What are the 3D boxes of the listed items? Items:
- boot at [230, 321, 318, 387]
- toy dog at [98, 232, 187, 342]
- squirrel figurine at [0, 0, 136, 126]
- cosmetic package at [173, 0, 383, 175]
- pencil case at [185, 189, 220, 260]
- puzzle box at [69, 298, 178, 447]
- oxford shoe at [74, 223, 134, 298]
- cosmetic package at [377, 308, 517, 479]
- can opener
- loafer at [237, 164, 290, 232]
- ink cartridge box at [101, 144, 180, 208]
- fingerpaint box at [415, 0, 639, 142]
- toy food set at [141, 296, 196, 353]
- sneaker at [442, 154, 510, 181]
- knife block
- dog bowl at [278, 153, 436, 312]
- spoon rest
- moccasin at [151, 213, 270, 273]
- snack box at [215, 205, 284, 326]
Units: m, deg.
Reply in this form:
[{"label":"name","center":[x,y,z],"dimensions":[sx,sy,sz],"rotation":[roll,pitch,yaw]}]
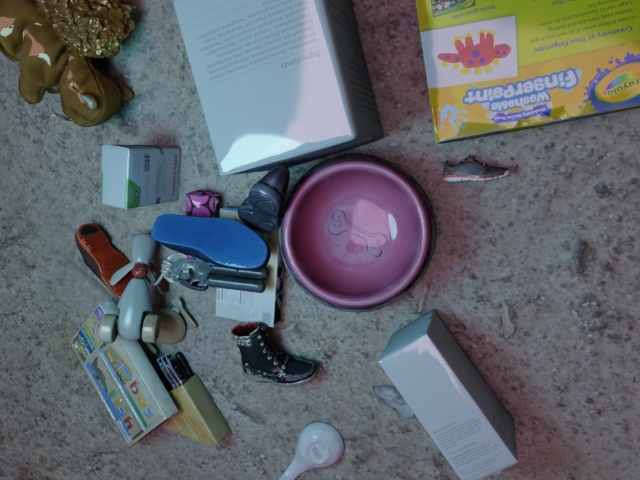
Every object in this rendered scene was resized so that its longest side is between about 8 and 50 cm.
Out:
[{"label":"boot","center":[-0.135,0.321,1.455],"dimensions":[0.236,0.085,0.179],"rotation":[-2,122,22]},{"label":"toy dog","center":[-0.537,0.164,1.537],"dimensions":[0.220,0.161,0.334],"rotation":[26,69,-4]},{"label":"squirrel figurine","center":[-0.682,-0.519,1.402],"dimensions":[0.370,0.281,0.397],"rotation":[46,113,-2]},{"label":"cosmetic package","center":[-0.075,-0.385,1.194],"dimensions":[0.327,0.329,0.394],"rotation":[-13,96,19]},{"label":"pencil case","center":[-0.337,-0.037,1.477],"dimensions":[0.098,0.095,0.210],"rotation":[3,104,2]},{"label":"puzzle box","center":[-0.628,0.422,1.617],"dimensions":[0.272,0.052,0.409],"rotation":[-42,78,33]},{"label":"oxford shoe","center":[-0.675,0.077,1.620],"dimensions":[0.098,0.096,0.272],"rotation":[-31,91,46]},{"label":"cosmetic package","center":[0.323,0.381,1.288],"dimensions":[0.155,0.197,0.366],"rotation":[-37,86,21]},{"label":"can opener","center":[-0.280,0.105,1.439],"dimensions":[0.283,0.095,0.076],"rotation":[6,65,11]},{"label":"loafer","center":[-0.129,-0.097,1.264],"dimensions":[0.109,0.302,0.095],"rotation":[33,72,-7]},{"label":"ink cartridge box","center":[-0.494,-0.183,1.429],"dimensions":[0.092,0.219,0.161],"rotation":[12,103,19]},{"label":"fingerpaint box","center":[0.450,-0.430,1.105],"dimensions":[0.444,0.163,0.372],"rotation":[-8,97,19]},{"label":"toy food set","center":[-0.481,0.263,1.613],"dimensions":[0.192,0.038,0.133],"rotation":[-32,97,15]},{"label":"sneaker","center":[0.373,-0.175,1.237],"dimensions":[0.157,0.061,0.065],"rotation":[0,94,17]},{"label":"knife block","center":[-0.406,0.478,1.597],"dimensions":[0.275,0.088,0.242],"rotation":[16,106,15]},{"label":"dog bowl","center":[0.086,-0.017,1.257],"dimensions":[0.407,0.150,0.409],"rotation":[0,91,4]},{"label":"spoon rest","center":[-0.045,0.658,1.534],"dimensions":[0.137,0.084,0.276],"rotation":[43,97,5]},{"label":"moccasin","center":[-0.277,-0.001,1.365],"dimensions":[0.341,0.117,0.138],"rotation":[19,77,19]},{"label":"snack box","center":[-0.199,0.074,1.467],"dimensions":[0.186,0.060,0.322],"rotation":[9,103,16]}]
